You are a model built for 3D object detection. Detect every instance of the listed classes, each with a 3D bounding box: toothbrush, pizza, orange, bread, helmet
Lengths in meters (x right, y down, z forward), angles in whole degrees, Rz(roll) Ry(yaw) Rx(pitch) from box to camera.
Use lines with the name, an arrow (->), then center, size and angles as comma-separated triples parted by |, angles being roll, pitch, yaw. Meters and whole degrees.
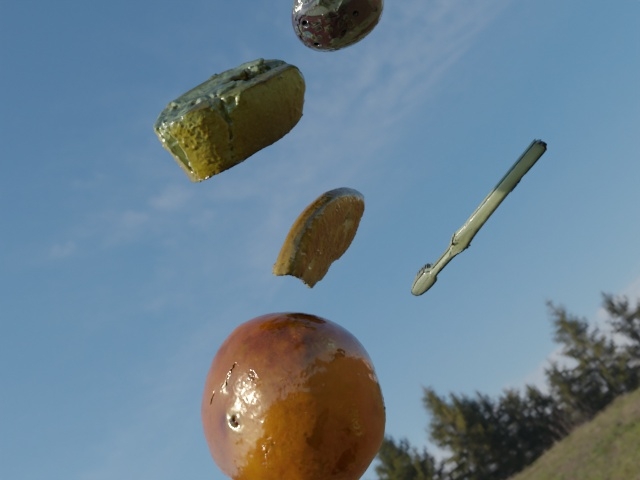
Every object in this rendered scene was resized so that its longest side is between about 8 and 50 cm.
toothbrush -> 0.193, -0.021, 1.073 | 0.026, 0.028, 0.294 | 23, -46, -14
pizza -> 0.001, -0.007, 1.413 | 0.271, 0.056, 0.134 | -55, -30, -37
orange -> -0.042, 0.243, 1.220 | 0.226, 0.284, 0.284 | 1, -44, -45
bread -> -0.148, -0.213, 1.411 | 0.257, 0.186, 0.124 | -34, -59, -13
helmet -> 0.046, -0.412, 1.492 | 0.177, 0.107, 0.153 | -51, -49, -17
